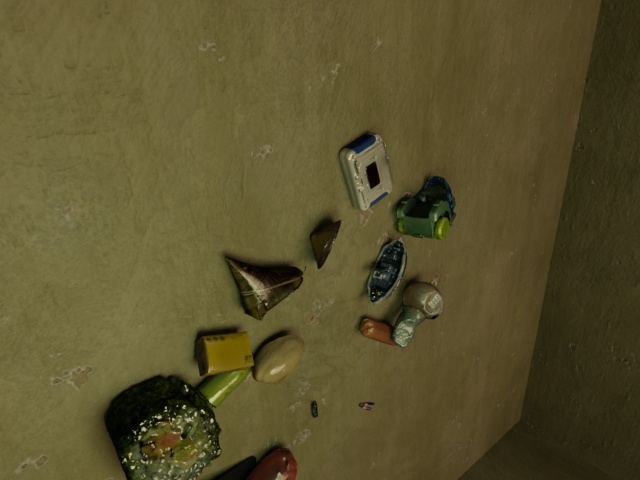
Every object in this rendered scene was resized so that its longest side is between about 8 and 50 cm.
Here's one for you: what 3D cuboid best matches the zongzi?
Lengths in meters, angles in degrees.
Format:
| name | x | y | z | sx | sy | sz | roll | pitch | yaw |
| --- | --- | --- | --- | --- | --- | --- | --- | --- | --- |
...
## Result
| name | x | y | z | sx | sy | sz | roll | pitch | yaw |
| --- | --- | --- | --- | --- | --- | --- | --- | --- | --- |
| zongzi | -0.169 | 0.099 | 1.494 | 0.248 | 0.111 | 0.240 | -35 | 121 | -32 |

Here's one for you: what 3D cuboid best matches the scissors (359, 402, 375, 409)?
| name | x | y | z | sx | sy | sz | roll | pitch | yaw |
| --- | --- | --- | --- | --- | --- | --- | --- | --- | --- |
| scissors | 0.221 | 0.793 | 2.190 | 0.113 | 0.012 | 0.039 | 28 | 89 | -44 |

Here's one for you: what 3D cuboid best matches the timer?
| name | x | y | z | sx | sy | sz | roll | pitch | yaw |
| --- | --- | --- | --- | --- | --- | --- | --- | --- | --- |
| timer | 0.175 | -0.246 | 1.661 | 0.178 | 0.078 | 0.253 | -37 | 129 | -23 |

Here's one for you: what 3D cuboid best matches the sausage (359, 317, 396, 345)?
| name | x | y | z | sx | sy | sz | roll | pitch | yaw |
| --- | --- | --- | --- | --- | --- | --- | --- | --- | --- |
| sausage | 0.272 | 0.406 | 2.019 | 0.289 | 0.086 | 0.086 | 27 | 89 | -46 |

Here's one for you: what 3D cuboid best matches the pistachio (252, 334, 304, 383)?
| name | x | y | z | sx | sy | sz | roll | pitch | yaw |
| --- | --- | --- | --- | --- | --- | --- | --- | --- | --- |
| pistachio | -0.151 | 0.423 | 1.628 | 0.215 | 0.144 | 0.143 | -43 | 131 | -33 |

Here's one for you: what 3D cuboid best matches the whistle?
| name | x | y | z | sx | sy | sz | roll | pitch | yaw |
| --- | --- | --- | --- | --- | --- | --- | --- | --- | --- |
| whistle | 0.418 | 0.317 | 2.047 | 0.347 | 0.189 | 0.189 | -54 | 134 | -15 |

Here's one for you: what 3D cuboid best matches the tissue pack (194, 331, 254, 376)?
| name | x | y | z | sx | sy | sz | roll | pitch | yaw |
| --- | --- | --- | --- | --- | --- | --- | --- | --- | --- |
| tissue pack | -0.306 | 0.362 | 1.463 | 0.169 | 0.082 | 0.119 | 4 | 63 | -42 |

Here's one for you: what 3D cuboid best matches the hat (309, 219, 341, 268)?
| name | x | y | z | sx | sy | sz | roll | pitch | yaw |
| --- | --- | --- | --- | --- | --- | --- | --- | --- | --- |
| hat | 0.000 | 0.000 | 1.619 | 0.193 | 0.082 | 0.192 | 23 | 90 | -82 |

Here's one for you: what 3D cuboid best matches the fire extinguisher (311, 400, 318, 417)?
| name | x | y | z | sx | sy | sz | roll | pitch | yaw |
| --- | --- | --- | --- | --- | --- | --- | --- | --- | --- |
| fire extinguisher | -0.024 | 0.708 | 1.933 | 0.038 | 0.025 | 0.083 | -63 | 152 | -60 |

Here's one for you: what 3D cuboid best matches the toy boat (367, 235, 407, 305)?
| name | x | y | z | sx | sy | sz | roll | pitch | yaw |
| --- | --- | --- | --- | --- | --- | --- | --- | --- | --- |
| toy boat | 0.270 | 0.124 | 1.864 | 0.142 | 0.129 | 0.308 | 24 | 90 | -59 |

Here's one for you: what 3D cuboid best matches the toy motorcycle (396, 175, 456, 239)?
| name | x | y | z | sx | sy | sz | roll | pitch | yaw |
| --- | --- | --- | --- | --- | --- | --- | --- | --- | --- |
| toy motorcycle | 0.467 | -0.149 | 1.906 | 0.326 | 0.191 | 0.199 | -41 | 128 | -41 |

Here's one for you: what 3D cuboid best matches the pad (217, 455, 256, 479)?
| name | x | y | z | sx | sy | sz | roll | pitch | yaw |
| --- | --- | --- | --- | --- | --- | --- | --- | --- | --- |
| pad | -0.406 | 1.006 | 1.727 | 0.376 | 0.063 | 0.314 | -13 | 115 | -49 |

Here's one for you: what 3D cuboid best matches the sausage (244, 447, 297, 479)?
| name | x | y | z | sx | sy | sz | roll | pitch | yaw |
| --- | --- | --- | --- | --- | --- | --- | --- | --- | --- |
| sausage | -0.204 | 0.940 | 1.781 | 0.280 | 0.152 | 0.152 | -43 | 131 | -22 |

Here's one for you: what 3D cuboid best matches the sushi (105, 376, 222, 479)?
| name | x | y | z | sx | sy | sz | roll | pitch | yaw |
| --- | --- | --- | --- | --- | --- | --- | --- | --- | --- |
| sushi | -0.462 | 0.594 | 1.389 | 0.294 | 0.178 | 0.351 | -27 | 124 | -29 |

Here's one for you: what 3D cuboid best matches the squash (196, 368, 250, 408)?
| name | x | y | z | sx | sy | sz | roll | pitch | yaw |
| --- | --- | --- | --- | --- | --- | --- | --- | --- | --- |
| squash | -0.314 | 0.464 | 1.534 | 0.188 | 0.095 | 0.095 | -43 | 131 | -24 |
